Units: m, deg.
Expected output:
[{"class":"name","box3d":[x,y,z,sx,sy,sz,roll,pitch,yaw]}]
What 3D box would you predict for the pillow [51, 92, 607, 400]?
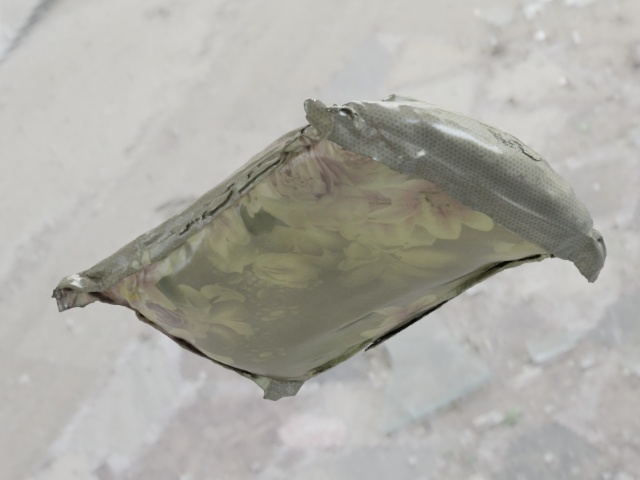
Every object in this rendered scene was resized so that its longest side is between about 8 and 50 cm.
[{"class":"pillow","box3d":[0.000,0.000,0.826,0.255,0.169,0.059,-30,48,46]}]
